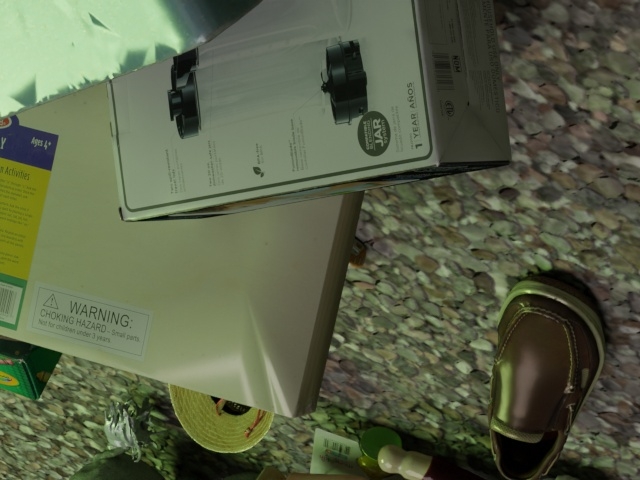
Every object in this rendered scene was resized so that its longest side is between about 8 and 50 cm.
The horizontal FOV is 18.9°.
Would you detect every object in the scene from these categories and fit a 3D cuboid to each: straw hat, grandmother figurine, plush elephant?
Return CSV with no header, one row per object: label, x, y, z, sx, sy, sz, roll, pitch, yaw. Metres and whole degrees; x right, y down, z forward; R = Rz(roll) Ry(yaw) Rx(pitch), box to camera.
straw hat,-0.079,0.142,1.912,0.144,0.144,0.061,-3,-178,40
grandmother figurine,0.114,0.279,1.892,0.342,0.104,0.208,-4,146,22
plush elephant,-0.168,0.361,2.129,0.255,0.272,0.330,41,132,25

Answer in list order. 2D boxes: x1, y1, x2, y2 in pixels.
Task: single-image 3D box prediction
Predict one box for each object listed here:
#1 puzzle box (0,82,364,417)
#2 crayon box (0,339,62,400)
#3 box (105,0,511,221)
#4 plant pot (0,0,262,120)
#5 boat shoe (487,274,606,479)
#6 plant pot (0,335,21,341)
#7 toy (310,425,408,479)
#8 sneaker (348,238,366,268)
puzzle box,-0.166,-0.045,1.504,0.409,0.272,0.052,15,-174,20
crayon box,-0.362,0.029,1.850,0.278,0.165,0.081,16,149,15
box,-0.019,-0.112,1.328,0.290,0.169,0.087,-10,176,39
plant pot,-0.130,-0.255,1.153,0.247,0.248,0.252,-14,113,48
boat shoe,0.188,0.132,1.659,0.095,0.095,0.257,16,149,16
plant pot,-0.270,0.007,1.654,0.237,0.110,0.237,22,136,23
toy,0.058,0.269,2.020,0.137,0.056,0.237,17,144,10
sneaker,0.000,0.000,1.658,0.083,0.032,0.037,43,146,-26
